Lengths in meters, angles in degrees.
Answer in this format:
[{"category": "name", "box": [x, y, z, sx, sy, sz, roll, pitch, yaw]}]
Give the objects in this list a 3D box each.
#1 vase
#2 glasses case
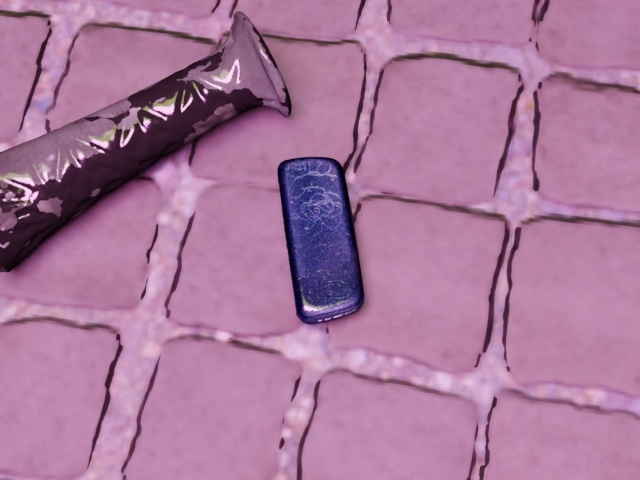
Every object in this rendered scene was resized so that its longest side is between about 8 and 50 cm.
[{"category": "vase", "box": [-0.097, -0.049, 0.623, 0.167, 0.059, 0.059, -30, 67, -6]}, {"category": "glasses case", "box": [0.000, 0.000, 0.609, 0.033, 0.023, 0.083, -6, 68, -5]}]
